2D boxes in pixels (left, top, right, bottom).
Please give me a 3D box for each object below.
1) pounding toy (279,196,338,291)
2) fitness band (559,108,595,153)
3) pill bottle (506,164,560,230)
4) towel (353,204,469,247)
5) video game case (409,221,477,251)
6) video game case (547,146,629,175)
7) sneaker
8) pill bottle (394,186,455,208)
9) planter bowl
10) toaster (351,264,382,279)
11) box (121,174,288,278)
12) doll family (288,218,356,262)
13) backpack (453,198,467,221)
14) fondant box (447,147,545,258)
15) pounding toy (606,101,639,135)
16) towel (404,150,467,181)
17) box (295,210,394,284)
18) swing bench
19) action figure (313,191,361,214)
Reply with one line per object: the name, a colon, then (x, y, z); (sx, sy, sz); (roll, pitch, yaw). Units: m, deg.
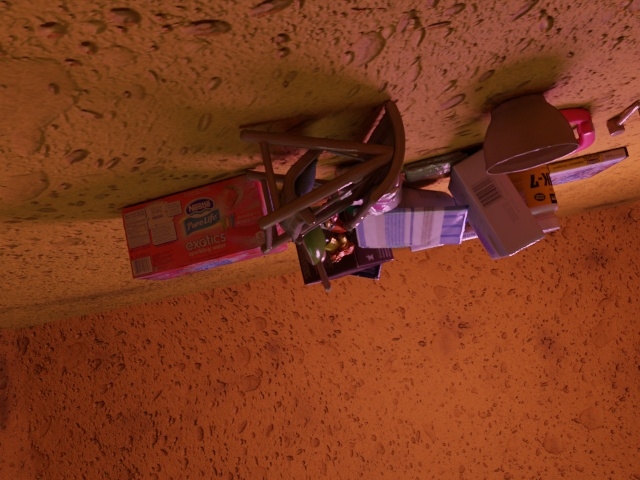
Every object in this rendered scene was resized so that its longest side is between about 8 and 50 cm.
pounding toy: (-0.003, -0.024, 1.335); (0.110, 0.237, 0.183); (-27, -149, -4)
fitness band: (0.498, -0.224, 1.239); (0.208, 0.054, 0.290); (-13, 172, 24)
pill bottle: (0.557, -0.121, 1.466); (0.119, 0.209, 0.119); (-12, 173, -2)
towel: (0.227, -0.037, 1.423); (0.284, 0.034, 0.209); (-2, 155, 8)
video game case: (0.453, -0.049, 2.056); (0.299, 0.036, 0.329); (-13, -165, 2)
video game case: (0.805, -0.221, 1.785); (0.248, 0.035, 0.275); (-13, 172, 2)
sneaker: (0.135, -0.118, 1.224); (0.111, 0.103, 0.252); (-15, 173, 29)
pill bottle: (0.250, -0.081, 1.534); (0.229, 0.131, 0.131); (3, 166, -28)
planter bowl: (0.369, -0.196, 1.002); (0.161, 0.109, 0.162); (-12, 172, -2)
toaster: (0.146, 0.041, 2.040); (0.167, 0.186, 0.110); (9, -172, -5)
box: (-0.238, -0.023, 1.154); (0.299, 0.154, 0.142); (-15, 172, 10)
doll family: (0.000, 0.000, 1.558); (0.163, 0.119, 0.262); (12, 174, -34)
backpack: (0.470, -0.092, 1.924); (0.120, 0.101, 0.098); (-13, 162, -16)
fondant box: (0.422, -0.079, 1.373); (0.096, 0.238, 0.330); (-31, 171, 9)
pounding toy: (0.747, -0.256, 1.217); (0.181, 0.094, 0.206); (-6, 169, -41)
towel: (0.272, -0.175, 1.313); (0.148, 0.027, 0.110); (-13, 171, 8)
box: (0.060, 0.015, 1.758); (0.143, 0.191, 0.381); (-10, 173, -26)
swing bench: (0.005, -0.097, 0.946); (0.254, 0.165, 0.253); (-12, 172, -7)
action figure: (0.061, -0.104, 1.358); (0.137, 0.064, 0.232); (-9, 176, -7)
